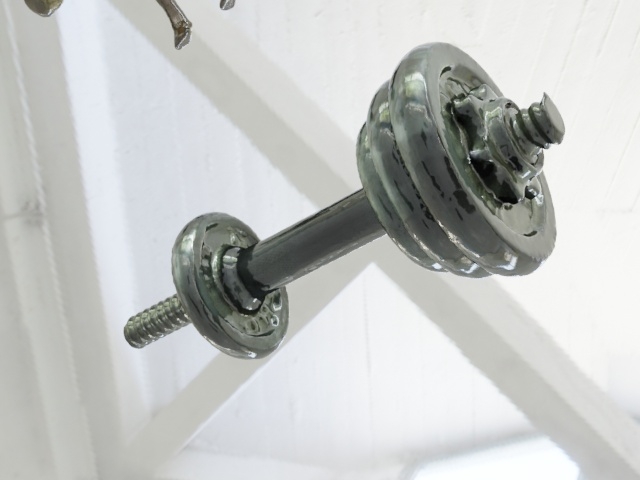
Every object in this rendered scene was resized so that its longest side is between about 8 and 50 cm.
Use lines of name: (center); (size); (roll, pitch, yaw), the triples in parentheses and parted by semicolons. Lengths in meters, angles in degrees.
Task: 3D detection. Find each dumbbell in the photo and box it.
dumbbell: (0.000, 0.000, 0.521); (0.254, 0.110, 0.110); (-28, -83, 29)

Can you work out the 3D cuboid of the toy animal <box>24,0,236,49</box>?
toy animal: (-0.149, -0.209, 0.755); (0.186, 0.214, 0.093); (38, -46, 2)
